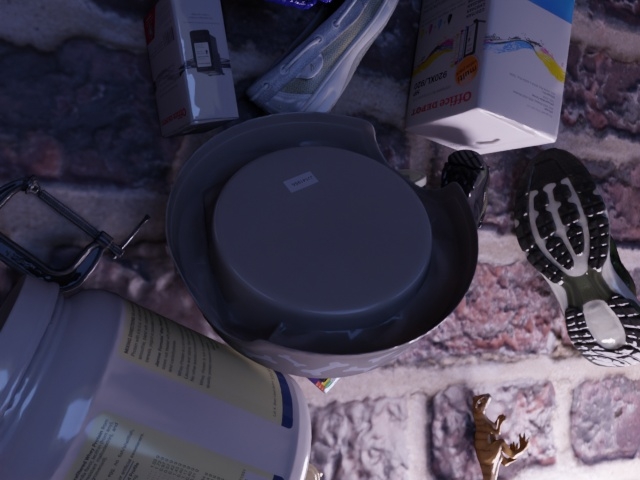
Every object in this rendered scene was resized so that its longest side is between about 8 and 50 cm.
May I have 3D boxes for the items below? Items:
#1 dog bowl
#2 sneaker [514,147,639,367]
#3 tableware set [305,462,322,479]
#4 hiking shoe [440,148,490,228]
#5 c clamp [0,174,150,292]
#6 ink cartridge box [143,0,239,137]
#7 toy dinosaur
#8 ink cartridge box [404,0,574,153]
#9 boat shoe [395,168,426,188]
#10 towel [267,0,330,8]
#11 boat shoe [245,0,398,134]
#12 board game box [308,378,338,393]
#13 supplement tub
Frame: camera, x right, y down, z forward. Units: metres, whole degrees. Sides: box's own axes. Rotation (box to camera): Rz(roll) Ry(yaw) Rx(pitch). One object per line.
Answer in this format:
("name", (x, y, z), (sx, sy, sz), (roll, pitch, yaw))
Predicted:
("dog bowl", (0.000, 0.000, 0.691), (0.348, 0.102, 0.349), (4, 51, -5))
("sneaker", (0.476, 0.020, 1.085), (0.182, 0.158, 0.411), (-40, 109, -56))
("tableware set", (-0.076, 0.372, 0.809), (0.141, 0.020, 0.169), (22, 81, -26))
("hiking shoe", (0.217, -0.023, 0.934), (0.114, 0.086, 0.227), (16, 99, -51))
("c clamp", (-0.303, -0.015, 0.683), (0.160, 0.022, 0.137), (37, 78, -26))
("ink cartridge box", (-0.158, -0.207, 0.712), (0.063, 0.109, 0.151), (-12, 96, -32))
("toy dinosaur", (0.289, 0.365, 1.002), (0.112, 0.064, 0.212), (0, 80, -12))
("ink cartridge box", (0.256, -0.270, 0.912), (0.168, 0.171, 0.233), (12, 84, -29))
("boat shoe", (0.058, -0.033, 0.852), (0.233, 0.084, 0.079), (-21, 124, -24))
("towel", (-0.107, -0.422, 0.714), (0.227, 0.076, 0.309), (-2, 68, -26))
("boat shoe", (0.015, -0.298, 0.811), (0.103, 0.118, 0.321), (33, 82, -25))
("board game box", (0.013, 0.103, 0.809), (0.170, 0.048, 0.141), (-47, 123, -8))
("supplement tub", (-0.198, 0.193, 0.616), (0.324, 0.235, 0.236), (31, 75, -26))
